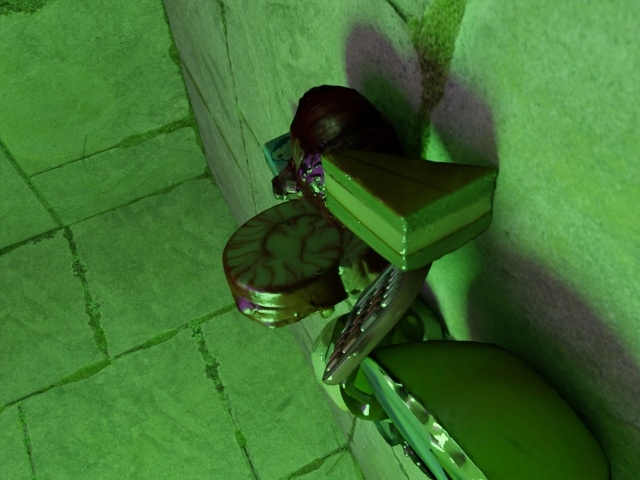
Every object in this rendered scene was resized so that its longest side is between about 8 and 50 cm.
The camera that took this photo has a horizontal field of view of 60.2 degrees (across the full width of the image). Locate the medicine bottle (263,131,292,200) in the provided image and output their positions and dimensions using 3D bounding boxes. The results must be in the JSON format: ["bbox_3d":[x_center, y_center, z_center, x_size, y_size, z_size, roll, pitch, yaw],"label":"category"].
[{"bbox_3d":[-0.044,-0.157,1.292,0.188,0.119,0.094,61,170,23],"label":"medicine bottle"}]

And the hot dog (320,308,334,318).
[{"bbox_3d":[-0.036,0.130,1.865,0.289,0.068,0.083,59,-172,12],"label":"hot dog"}]

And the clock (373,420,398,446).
[{"bbox_3d":[0.189,0.532,1.711,0.215,0.042,0.215,60,166,26],"label":"clock"}]

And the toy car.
[{"bbox_3d":[0.099,0.226,1.062,0.204,0.198,0.248,45,123,57],"label":"toy car"}]

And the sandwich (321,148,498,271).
[{"bbox_3d":[0.110,-0.065,0.736,0.187,0.144,0.117,43,153,38],"label":"sandwich"}]

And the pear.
[{"bbox_3d":[0.239,0.273,0.771,0.399,0.165,0.399,52,169,15],"label":"pear"}]

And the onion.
[{"bbox_3d":[0.023,-0.123,0.884,0.252,0.219,0.252,159,90,-87],"label":"onion"}]

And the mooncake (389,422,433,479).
[{"bbox_3d":[0.225,0.399,1.181,0.228,0.124,0.228,58,164,27],"label":"mooncake"}]

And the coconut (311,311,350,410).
[{"bbox_3d":[0.094,0.303,1.345,0.241,0.241,0.241,60,165,27],"label":"coconut"}]

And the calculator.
[{"bbox_3d":[0.092,0.097,0.827,0.048,0.220,0.330,40,-156,2],"label":"calculator"}]

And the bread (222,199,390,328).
[{"bbox_3d":[-0.034,0.029,1.121,0.295,0.327,0.114,-125,16,-51],"label":"bread"}]
